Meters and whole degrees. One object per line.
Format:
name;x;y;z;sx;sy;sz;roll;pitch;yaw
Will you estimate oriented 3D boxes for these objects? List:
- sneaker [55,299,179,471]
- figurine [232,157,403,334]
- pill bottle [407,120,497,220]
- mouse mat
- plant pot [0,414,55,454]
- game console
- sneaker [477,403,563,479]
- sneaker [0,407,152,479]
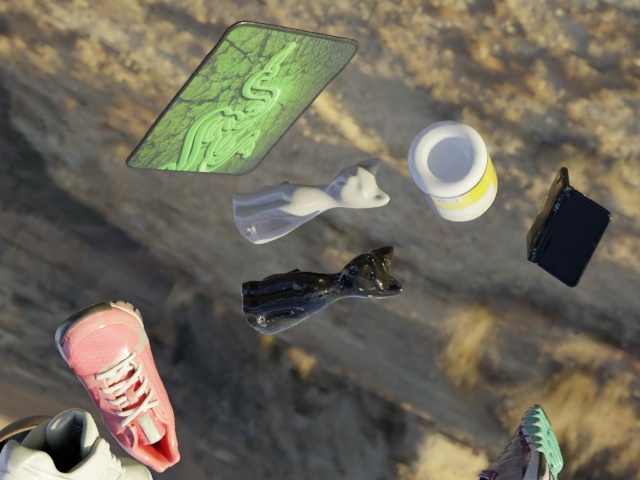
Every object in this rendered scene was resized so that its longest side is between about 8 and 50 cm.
sneaker;-0.247;0.197;1.848;0.136;0.116;0.314;52;168;37
figurine;0.000;0.000;1.858;0.209;0.214;0.092;-14;157;18
pill bottle;0.179;-0.084;1.847;0.103;0.103;0.184;23;172;18
mouse mat;-0.068;-0.118;1.216;0.153;0.189;0.007;1;-127;-45
plant pot;-0.392;0.332;1.951;0.215;0.215;0.230;29;180;-16
game console;0.330;-0.019;1.862;0.071;0.122;0.107;21;-153;-4
sneaker;0.219;0.254;1.594;0.223;0.098;0.083;-46;-65;-74
sneaker;-0.198;0.197;1.171;0.090;0.115;0.232;17;-175;18
